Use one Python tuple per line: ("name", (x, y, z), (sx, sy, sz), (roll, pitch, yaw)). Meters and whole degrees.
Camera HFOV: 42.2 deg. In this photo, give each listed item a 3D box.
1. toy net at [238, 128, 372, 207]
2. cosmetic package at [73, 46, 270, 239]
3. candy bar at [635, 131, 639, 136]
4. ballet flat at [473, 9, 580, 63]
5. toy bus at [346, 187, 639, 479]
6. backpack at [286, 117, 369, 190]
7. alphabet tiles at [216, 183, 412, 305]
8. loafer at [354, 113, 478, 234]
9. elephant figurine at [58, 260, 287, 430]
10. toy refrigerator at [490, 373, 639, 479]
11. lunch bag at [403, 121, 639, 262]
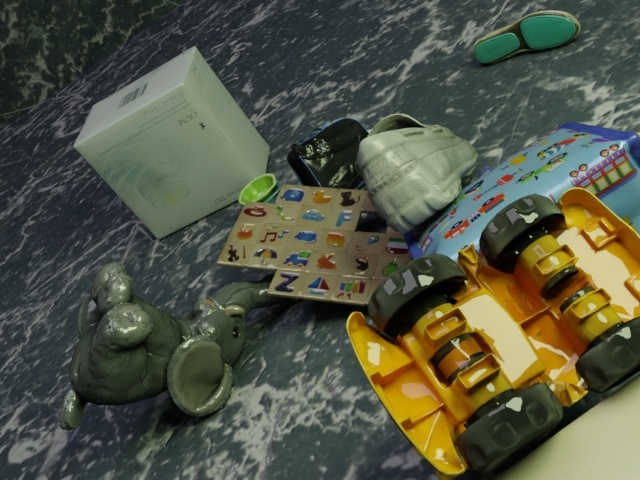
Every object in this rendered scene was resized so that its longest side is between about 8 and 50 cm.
("toy net", (-0.013, -0.104, 1.250), (0.232, 0.045, 0.122), (-38, 29, -2))
("cosmetic package", (-0.240, -0.156, 1.382), (0.224, 0.225, 0.138), (-25, 34, 20))
("candy bar", (0.315, -0.094, 0.839), (0.040, 0.018, 0.161), (-28, -7, 11))
("ballet flat", (0.296, -0.300, 1.192), (0.168, 0.057, 0.052), (-6, 32, 42))
("toy bus", (0.148, 0.092, 0.658), (0.220, 0.211, 0.149), (-31, 63, -6))
("backpack", (0.019, -0.113, 1.173), (0.114, 0.105, 0.084), (-39, 8, -22))
("alphabet tiles", (0.000, 0.000, 1.027), (0.237, 0.009, 0.198), (5, 44, 16))
("loafer", (0.109, -0.097, 0.951), (0.112, 0.111, 0.319), (-34, 3, 16))
("elephant figurine", (-0.164, 0.130, 1.001), (0.186, 0.239, 0.169), (-49, 36, 34))
("toy refrigerator", (0.187, 0.199, 0.567), (0.269, 0.094, 0.102), (-37, 37, 1))
("lunch bag", (0.200, -0.028, 0.855), (0.221, 0.138, 0.293), (-35, 19, 8))
